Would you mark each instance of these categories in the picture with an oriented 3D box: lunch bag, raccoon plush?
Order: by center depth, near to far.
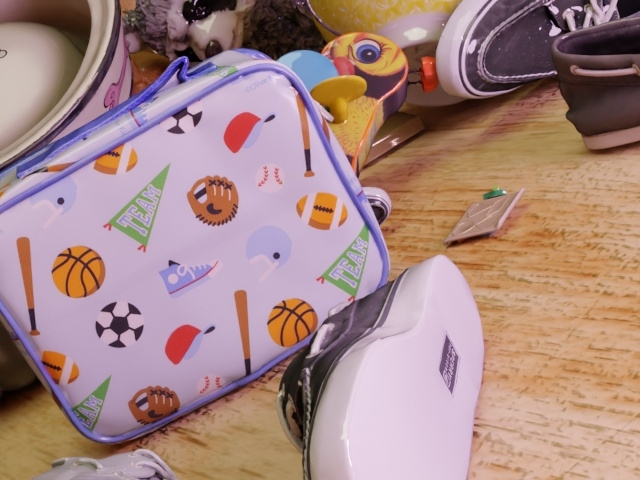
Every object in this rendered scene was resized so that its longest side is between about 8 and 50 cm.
[{"bbox_3d":[-0.108,-0.005,1.143,0.303,0.243,0.115,-30,17,-5],"label":"lunch bag"},{"bbox_3d":[-0.116,-0.326,1.941,0.299,0.216,0.446,10,18,-12],"label":"raccoon plush"}]

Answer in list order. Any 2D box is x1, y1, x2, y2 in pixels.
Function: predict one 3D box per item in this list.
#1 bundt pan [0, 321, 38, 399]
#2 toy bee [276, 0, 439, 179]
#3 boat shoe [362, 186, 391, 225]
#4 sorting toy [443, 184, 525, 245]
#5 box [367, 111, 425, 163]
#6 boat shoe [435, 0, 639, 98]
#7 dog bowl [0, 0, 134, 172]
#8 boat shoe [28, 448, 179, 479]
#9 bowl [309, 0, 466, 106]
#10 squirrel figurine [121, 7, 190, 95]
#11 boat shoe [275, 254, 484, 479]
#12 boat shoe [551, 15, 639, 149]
[{"bbox_3d":[-0.341,0.078,1.479,0.331,0.124,0.331,-25,17,8],"label":"bundt pan"},{"bbox_3d":[0.028,-0.138,1.409,0.162,0.298,0.195,7,0,6],"label":"toy bee"},{"bbox_3d":[0.000,0.000,1.316,0.142,0.049,0.040,-25,35,14],"label":"boat shoe"},{"bbox_3d":[0.140,-0.024,1.211,0.062,0.012,0.083,-20,21,42],"label":"sorting toy"},{"bbox_3d":[-0.001,-0.083,1.600,0.201,0.021,0.164,-31,17,-11],"label":"box"},{"bbox_3d":[0.249,-0.213,1.447,0.306,0.113,0.105,-23,28,-32],"label":"boat shoe"},{"bbox_3d":[-0.401,-0.166,1.739,0.408,0.150,0.408,-10,52,13],"label":"dog bowl"},{"bbox_3d":[-0.135,0.168,0.955,0.081,0.079,0.227,-44,19,-33],"label":"boat shoe"},{"bbox_3d":[0.117,-0.234,1.539,0.289,0.289,0.156,-18,54,31],"label":"bowl"},{"bbox_3d":[-0.329,-0.136,1.977,0.370,0.281,0.397,2,46,41],"label":"squirrel figurine"},{"bbox_3d":[0.024,0.095,0.875,0.102,0.108,0.301,-22,15,19],"label":"boat shoe"},{"bbox_3d":[0.313,-0.153,1.135,0.335,0.095,0.112,-16,19,48],"label":"boat shoe"}]
